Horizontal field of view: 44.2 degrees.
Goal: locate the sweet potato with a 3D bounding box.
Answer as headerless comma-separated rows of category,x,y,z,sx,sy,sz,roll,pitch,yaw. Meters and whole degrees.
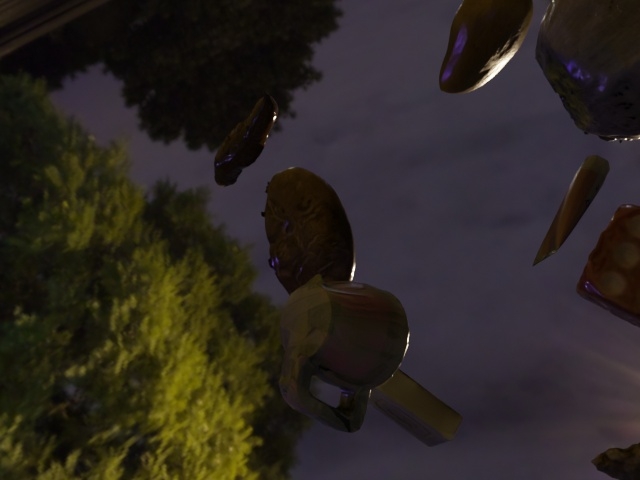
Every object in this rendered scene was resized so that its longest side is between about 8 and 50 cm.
sweet potato,-0.123,-0.160,1.279,0.067,0.067,0.274,-47,180,-38

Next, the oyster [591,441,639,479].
oyster,0.655,0.398,1.389,0.166,0.341,0.110,-51,-146,42

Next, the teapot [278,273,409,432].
teapot,0.012,0.162,1.220,0.163,0.178,0.222,39,-76,50

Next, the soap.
soap,0.179,0.330,1.568,0.064,0.183,0.121,-54,178,-26

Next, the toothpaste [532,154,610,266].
toothpaste,0.369,-0.045,1.154,0.194,0.043,0.067,-54,-179,-23

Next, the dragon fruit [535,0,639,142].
dragon fruit,0.431,-0.266,1.056,0.221,0.283,0.204,-37,179,1

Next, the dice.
dice,0.536,0.050,1.308,0.174,0.179,0.175,30,-85,26

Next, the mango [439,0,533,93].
mango,0.401,-0.490,1.900,0.195,0.332,0.142,-15,-118,-16

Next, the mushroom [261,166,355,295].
mushroom,0.000,0.000,1.475,0.151,0.286,0.156,-5,-167,44
